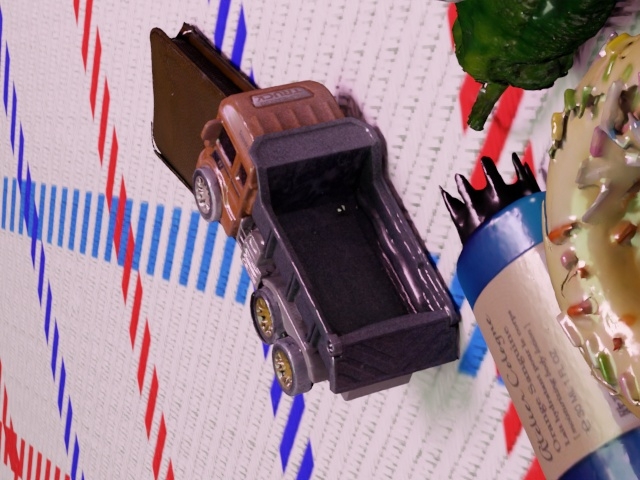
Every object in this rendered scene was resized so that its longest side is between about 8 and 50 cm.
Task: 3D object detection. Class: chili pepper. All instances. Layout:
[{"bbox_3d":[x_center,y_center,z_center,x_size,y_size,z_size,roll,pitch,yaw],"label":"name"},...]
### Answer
[{"bbox_3d":[0.084,-0.144,0.647,0.122,0.065,0.279,-119,29,-54],"label":"chili pepper"}]

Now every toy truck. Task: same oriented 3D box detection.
[{"bbox_3d":[0.000,0.000,0.890,0.192,0.083,0.092,63,153,29],"label":"toy truck"}]

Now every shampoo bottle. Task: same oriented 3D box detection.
[{"bbox_3d":[0.105,0.046,0.705,0.087,0.050,0.183,114,138,-59],"label":"shampoo bottle"}]

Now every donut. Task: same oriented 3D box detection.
[{"bbox_3d":[0.139,0.000,0.582,0.174,0.068,0.174,169,90,-68],"label":"donut"}]

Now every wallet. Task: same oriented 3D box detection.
[{"bbox_3d":[-0.066,-0.065,1.077,0.198,0.031,0.110,46,141,50],"label":"wallet"}]

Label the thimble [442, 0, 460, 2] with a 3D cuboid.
[{"bbox_3d":[0.059,-0.207,0.433,0.254,0.167,0.288,22,145,20],"label":"thimble"}]
